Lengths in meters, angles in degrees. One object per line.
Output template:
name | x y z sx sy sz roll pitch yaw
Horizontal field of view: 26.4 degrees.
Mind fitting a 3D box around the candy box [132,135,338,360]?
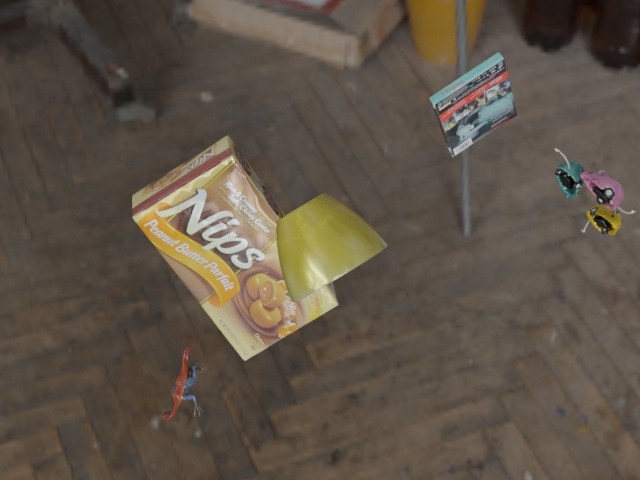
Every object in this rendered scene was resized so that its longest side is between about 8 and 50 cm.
candy box | -0.131 0.016 2.133 0.183 0.316 0.087 -32 26 7

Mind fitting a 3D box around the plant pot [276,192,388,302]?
plant pot | 0.000 0.000 1.641 0.134 0.134 0.095 -31 90 -27

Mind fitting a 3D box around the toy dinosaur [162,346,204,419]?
toy dinosaur | -0.198 0.205 1.884 0.047 0.090 0.082 1 42 33

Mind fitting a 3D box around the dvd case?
dvd case | 0.162 -0.140 1.432 0.087 0.119 0.013 -34 61 0

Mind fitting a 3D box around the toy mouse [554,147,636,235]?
toy mouse | 0.348 -0.070 1.752 0.031 0.143 0.161 -39 14 -12
